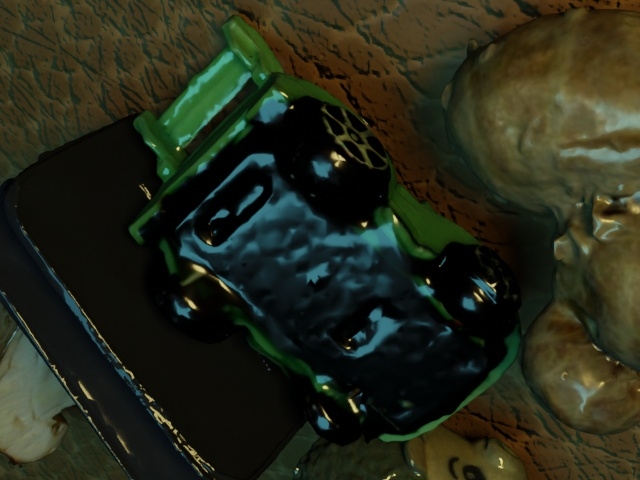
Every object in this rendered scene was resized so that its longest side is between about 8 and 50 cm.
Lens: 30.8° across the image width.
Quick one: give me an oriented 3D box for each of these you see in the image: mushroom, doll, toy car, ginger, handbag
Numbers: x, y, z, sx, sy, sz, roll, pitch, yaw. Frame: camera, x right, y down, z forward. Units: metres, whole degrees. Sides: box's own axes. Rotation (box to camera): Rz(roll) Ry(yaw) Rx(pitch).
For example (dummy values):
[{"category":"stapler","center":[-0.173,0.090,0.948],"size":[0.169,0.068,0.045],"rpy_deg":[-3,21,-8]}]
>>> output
[{"category":"mushroom","center":[-0.331,0.113,1.290],"size":[0.151,0.156,0.285],"rpy_deg":[48,138,30]},{"category":"doll","center":[0.117,0.319,1.116],"size":[0.247,0.247,0.349],"rpy_deg":[-20,104,38]},{"category":"toy car","center":[0.000,0.000,0.978],"size":[0.359,0.176,0.213],"rpy_deg":[40,115,-12]},{"category":"ginger","center":[0.213,-0.014,0.817],"size":[0.245,0.155,0.304],"rpy_deg":[-12,93,36]},{"category":"handbag","center":[-0.140,0.056,1.049],"size":[0.118,0.269,0.325],"rpy_deg":[-31,95,35]}]
